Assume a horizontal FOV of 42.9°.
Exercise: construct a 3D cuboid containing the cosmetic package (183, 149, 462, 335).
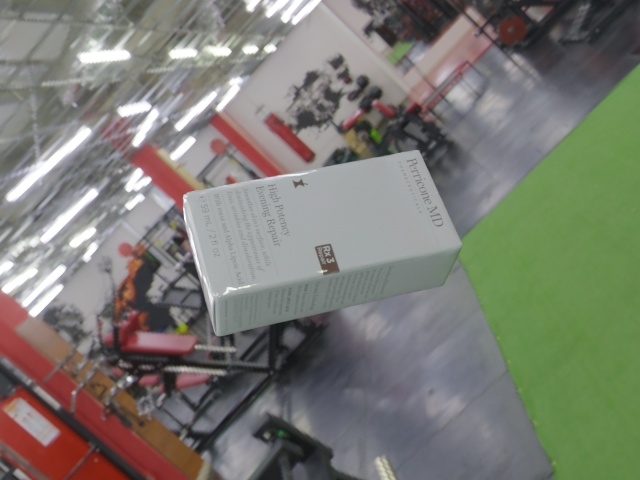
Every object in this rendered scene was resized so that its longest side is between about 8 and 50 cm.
[{"bbox_3d":[0.000,0.000,0.754,0.231,0.117,0.085,-13,-29,-13],"label":"cosmetic package"}]
